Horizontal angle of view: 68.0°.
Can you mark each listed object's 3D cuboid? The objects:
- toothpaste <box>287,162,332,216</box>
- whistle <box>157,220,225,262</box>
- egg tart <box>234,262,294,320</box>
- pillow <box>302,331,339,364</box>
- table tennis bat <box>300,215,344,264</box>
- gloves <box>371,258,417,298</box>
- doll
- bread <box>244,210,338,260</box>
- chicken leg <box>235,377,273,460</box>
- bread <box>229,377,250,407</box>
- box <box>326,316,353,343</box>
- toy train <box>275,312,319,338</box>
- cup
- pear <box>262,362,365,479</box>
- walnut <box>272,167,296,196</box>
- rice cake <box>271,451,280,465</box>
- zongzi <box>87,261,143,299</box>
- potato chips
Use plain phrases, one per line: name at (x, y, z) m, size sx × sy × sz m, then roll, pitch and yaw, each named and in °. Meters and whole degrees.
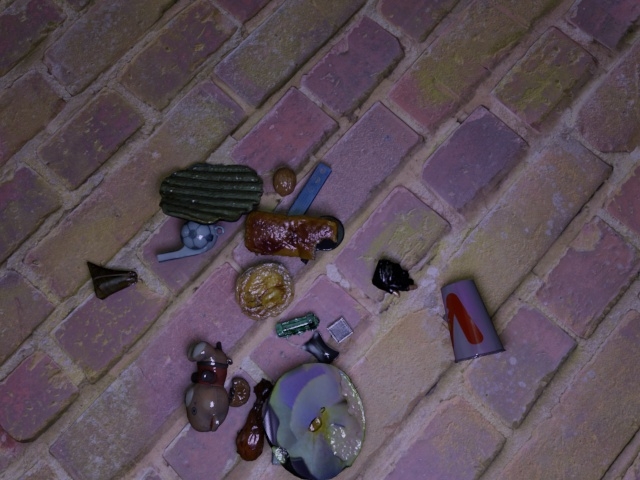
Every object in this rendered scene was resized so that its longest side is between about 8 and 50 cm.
toothpaste at (-0.047, -0.199, 2.008) m, size 0.066 × 0.053 × 0.272 m, roll 31°, pitch 80°, yaw 4°
whistle at (-0.529, -0.014, 1.936) m, size 0.289 × 0.163 × 0.163 m, roll -12°, pitch 78°, yaw 3°
egg tart at (-0.223, 0.199, 1.912) m, size 0.232 × 0.098 × 0.252 m, roll 41°, pitch 86°, yaw 3°
pillow at (0.002, 0.436, 1.873) m, size 0.135 × 0.055 × 0.091 m, roll 43°, pitch 114°, yaw 12°
table tennis bat at (0.000, 0.000, 1.977) m, size 0.150 × 0.027 × 0.236 m, roll 36°, pitch 81°, yaw 10°
gloves at (0.303, 0.155, 1.893) m, size 0.180 × 0.106 × 0.129 m, roll 18°, pitch 78°, yaw 10°
doll at (-0.425, 0.551, 1.803) m, size 0.174 × 0.235 × 0.330 m, roll 10°, pitch 73°, yaw -32°
bread at (-0.117, -0.015, 1.913) m, size 0.380 × 0.109 × 0.185 m, roll 5°, pitch 94°, yaw 10°
chicken leg at (-0.252, 0.683, 1.818) m, size 0.113 × 0.093 × 0.304 m, roll 8°, pitch 74°, yaw 15°
bread at (-0.315, 0.590, 1.844) m, size 0.082 × 0.060 × 0.113 m, roll 15°, pitch 83°, yaw -22°
box at (0.076, 0.360, 1.894) m, size 0.083 × 0.035 × 0.079 m, roll -37°, pitch 79°, yaw -6°
toy train at (-0.090, 0.336, 1.871) m, size 0.178 × 0.104 × 0.071 m, roll -16°, pitch 74°, yaw -2°
cup at (0.566, 0.307, 1.823) m, size 0.203 × 0.203 × 0.288 m, roll -12°, pitch 72°, yaw 0°
pear at (-0.037, 0.657, 1.735) m, size 0.399 × 0.165 × 0.399 m, roll 9°, pitch 66°, yaw -20°
walnut at (-0.152, -0.245, 1.998) m, size 0.105 × 0.105 × 0.124 m, roll 13°, pitch 90°, yaw 5°
rice cake at (-0.151, 0.751, 1.805) m, size 0.063 × 0.069 × 0.206 m, roll 2°, pitch 77°, yaw 2°
zongzi at (-0.854, 0.129, 1.960) m, size 0.187 × 0.084 × 0.184 m, roll -24°, pitch 68°, yaw -10°
potato chips at (-0.451, -0.197, 1.953) m, size 0.429 × 0.070 × 0.358 m, roll 4°, pitch 48°, yaw -4°
